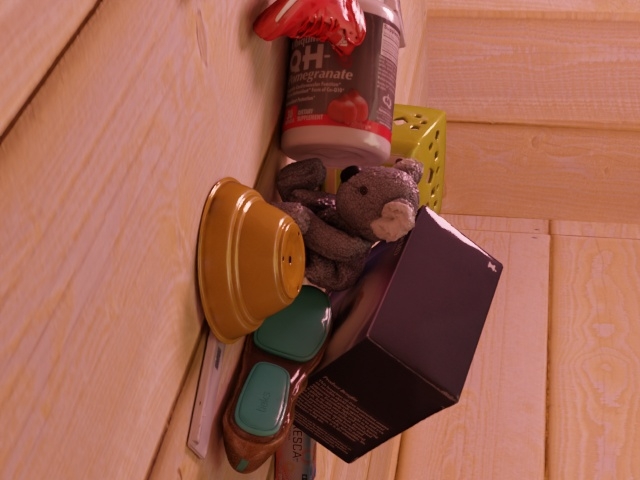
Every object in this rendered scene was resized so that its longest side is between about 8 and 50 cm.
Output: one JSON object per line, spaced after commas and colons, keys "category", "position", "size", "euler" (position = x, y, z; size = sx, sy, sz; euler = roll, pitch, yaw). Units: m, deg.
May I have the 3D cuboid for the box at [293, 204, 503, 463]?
{"category": "box", "position": [0.105, 0.149, 1.646], "size": [0.294, 0.182, 0.296], "euler": [-41, -164, 46]}

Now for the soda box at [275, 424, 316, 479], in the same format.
{"category": "soda box", "position": [-0.039, 0.320, 1.753], "size": [0.058, 0.063, 0.183], "euler": [-39, 131, -76]}

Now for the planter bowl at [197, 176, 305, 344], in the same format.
{"category": "planter bowl", "position": [-0.075, 0.025, 1.334], "size": [0.217, 0.090, 0.217], "euler": [-1, 90, -74]}

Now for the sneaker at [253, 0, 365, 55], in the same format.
{"category": "sneaker", "position": [0.002, -0.312, 1.489], "size": [0.128, 0.087, 0.221], "euler": [53, 48, -13]}

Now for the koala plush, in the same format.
{"category": "koala plush", "position": [0.058, -0.040, 1.572], "size": [0.203, 0.221, 0.196], "euler": [54, 26, -20]}

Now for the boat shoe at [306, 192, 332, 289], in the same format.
{"category": "boat shoe", "position": [0.000, 0.000, 1.894], "size": [0.083, 0.065, 0.183], "euler": [71, 21, -44]}

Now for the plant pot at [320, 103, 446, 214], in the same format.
{"category": "plant pot", "position": [0.113, -0.131, 2.027], "size": [0.207, 0.227, 0.228], "euler": [-53, 146, -60]}

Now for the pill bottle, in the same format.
{"category": "pill bottle", "position": [0.036, -0.286, 1.660], "size": [0.176, 0.176, 0.319], "euler": [48, 46, -75]}

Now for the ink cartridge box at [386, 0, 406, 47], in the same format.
{"category": "ink cartridge box", "position": [0.130, -0.617, 2.250], "size": [0.176, 0.069, 0.371], "euler": [54, 30, -71]}

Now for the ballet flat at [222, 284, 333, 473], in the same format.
{"category": "ballet flat", "position": [-0.067, 0.203, 1.497], "size": [0.342, 0.116, 0.124], "euler": [-72, -178, -53]}

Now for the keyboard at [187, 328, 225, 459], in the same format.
{"category": "keyboard", "position": [-0.136, 0.148, 1.335], "size": [0.072, 0.014, 0.256], "euler": [83, 14, -64]}
